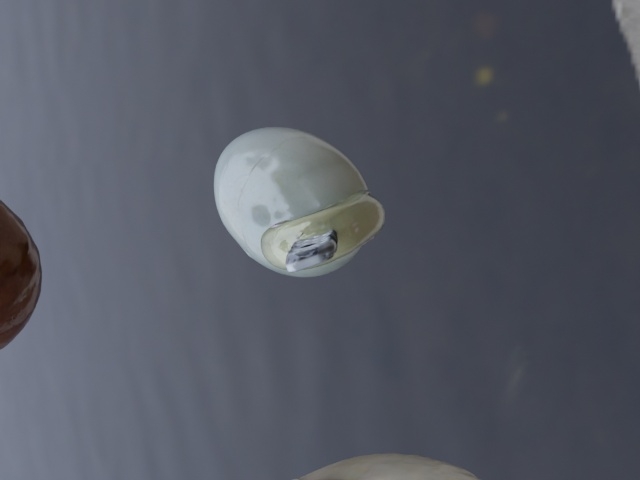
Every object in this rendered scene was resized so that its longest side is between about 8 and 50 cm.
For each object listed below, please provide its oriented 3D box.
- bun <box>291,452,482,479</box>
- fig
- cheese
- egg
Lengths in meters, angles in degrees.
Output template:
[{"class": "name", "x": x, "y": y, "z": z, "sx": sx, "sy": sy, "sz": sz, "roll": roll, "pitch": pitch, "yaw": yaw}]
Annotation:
[{"class": "bun", "x": 0.057, "y": 0.266, "z": 0.718, "sx": 0.299, "sy": 0.165, "sz": 0.298, "roll": -9, "pitch": 76, "yaw": 42}, {"class": "fig", "x": -0.362, "y": 0.043, "z": 1.195, "sx": 0.205, "sy": 0.205, "sz": 0.205, "roll": 13, "pitch": 106, "yaw": 53}, {"class": "cheese", "x": 0.000, "y": -0.001, "z": 1.186, "sx": 0.235, "sy": 0.127, "sz": 0.049, "roll": -79, "pitch": -29, "yaw": -82}, {"class": "egg", "x": -0.036, "y": -0.046, "z": 1.386, "sx": 0.209, "sy": 0.151, "sz": 0.151, "roll": 34, "pitch": 123, "yaw": 41}]
